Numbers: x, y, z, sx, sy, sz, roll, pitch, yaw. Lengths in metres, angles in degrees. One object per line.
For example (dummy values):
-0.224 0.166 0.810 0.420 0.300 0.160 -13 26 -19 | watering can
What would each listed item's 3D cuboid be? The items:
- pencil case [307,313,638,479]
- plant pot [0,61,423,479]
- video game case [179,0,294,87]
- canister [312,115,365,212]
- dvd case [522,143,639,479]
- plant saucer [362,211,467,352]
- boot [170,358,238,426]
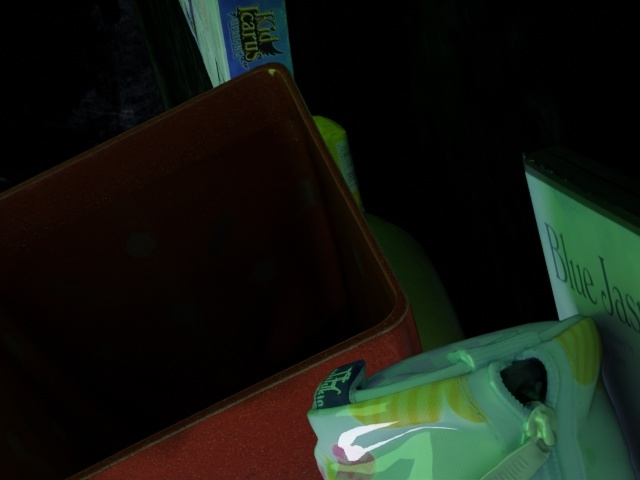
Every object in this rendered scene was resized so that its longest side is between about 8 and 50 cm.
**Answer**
0.089 0.164 0.623 0.124 0.113 0.273 -20 86 57 | pencil case
-0.067 0.097 1.043 0.236 0.267 0.267 63 -179 -40 | plant pot
-0.088 -0.249 1.367 0.269 0.061 0.244 84 165 -56 | video game case
0.000 0.000 1.241 0.126 0.073 0.170 -133 29 -75 | canister
0.138 0.098 0.626 0.180 0.022 0.253 -132 26 -73 | dvd case
0.068 0.090 1.078 0.241 0.037 0.241 162 90 -82 | plant saucer
-0.093 0.090 1.328 0.377 0.138 0.284 33 -162 -16 | boot
